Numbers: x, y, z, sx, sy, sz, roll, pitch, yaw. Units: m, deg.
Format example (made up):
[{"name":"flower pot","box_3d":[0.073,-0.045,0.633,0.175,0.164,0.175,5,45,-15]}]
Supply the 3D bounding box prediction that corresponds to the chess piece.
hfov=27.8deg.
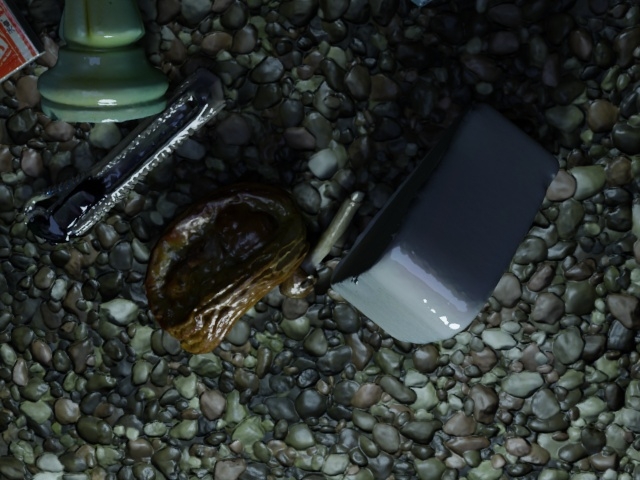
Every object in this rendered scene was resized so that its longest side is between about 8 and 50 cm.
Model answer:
[{"name":"chess piece","box_3d":[-0.284,-0.308,1.658,0.176,0.176,0.298,2,105,9]}]

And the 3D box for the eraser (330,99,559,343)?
[{"name":"eraser","box_3d":[0.168,-0.026,1.649,0.150,0.331,0.331,36,109,-4]}]

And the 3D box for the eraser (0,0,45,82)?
[{"name":"eraser","box_3d":[-0.513,-0.265,1.778,0.230,0.038,0.157,-30,100,16]}]

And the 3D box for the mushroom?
[{"name":"mushroom","box_3d":[0.000,0.000,1.768,0.061,0.060,0.187,35,104,3]}]

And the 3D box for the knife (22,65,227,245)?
[{"name":"knife","box_3d":[-0.275,-0.111,1.784,0.365,0.043,0.089,-37,99,17]}]

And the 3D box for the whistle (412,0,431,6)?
[{"name":"whistle","box_3d":[0.072,-0.414,1.617,0.180,0.093,0.269,-30,106,16]}]

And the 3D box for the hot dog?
[{"name":"hot dog","box_3d":[-0.136,0.031,1.754,0.259,0.114,0.175,-46,57,20]}]
